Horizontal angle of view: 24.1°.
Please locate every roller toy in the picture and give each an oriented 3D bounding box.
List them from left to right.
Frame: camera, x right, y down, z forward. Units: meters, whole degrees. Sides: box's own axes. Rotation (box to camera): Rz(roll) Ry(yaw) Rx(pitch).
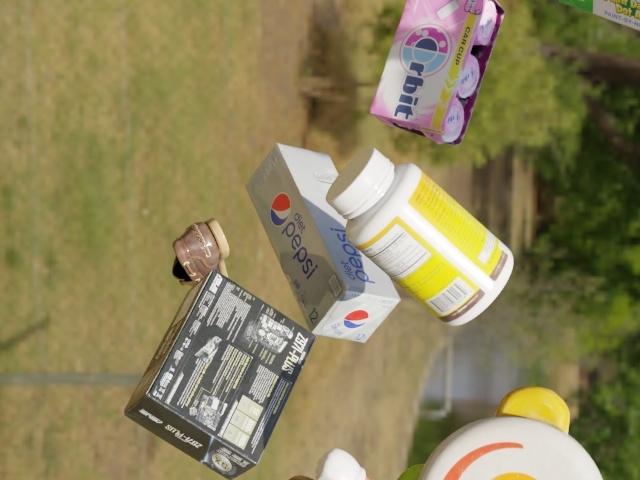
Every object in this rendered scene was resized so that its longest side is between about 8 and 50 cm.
[{"bbox_3d":[0.189,0.266,1.471,0.191,0.209,0.146,54,3,11],"label":"roller toy"}]

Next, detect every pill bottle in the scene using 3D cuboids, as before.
[{"bbox_3d":[0.111,-0.008,1.727,0.215,0.117,0.117,41,29,-14],"label":"pill bottle"}]

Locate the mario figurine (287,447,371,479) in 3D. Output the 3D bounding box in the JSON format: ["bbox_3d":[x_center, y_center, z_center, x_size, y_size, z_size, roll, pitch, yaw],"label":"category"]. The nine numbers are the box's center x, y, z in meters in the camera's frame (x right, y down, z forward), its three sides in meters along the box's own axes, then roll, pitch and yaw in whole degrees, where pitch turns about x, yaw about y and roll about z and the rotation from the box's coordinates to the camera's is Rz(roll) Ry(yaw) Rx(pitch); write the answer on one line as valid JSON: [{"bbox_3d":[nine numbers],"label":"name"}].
[{"bbox_3d":[0.033,0.393,1.898,0.198,0.170,0.320,-52,142,5],"label":"mario figurine"}]

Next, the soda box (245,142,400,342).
[{"bbox_3d":[0.000,0.000,2.024,0.091,0.098,0.286,-53,-137,30],"label":"soda box"}]

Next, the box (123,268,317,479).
[{"bbox_3d":[-0.110,0.149,1.673,0.077,0.147,0.180,-40,-159,54],"label":"box"}]

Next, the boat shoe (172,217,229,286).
[{"bbox_3d":[-0.165,0.027,1.989,0.073,0.073,0.207,58,-12,16],"label":"boat shoe"}]

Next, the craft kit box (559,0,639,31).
[{"bbox_3d":[0.462,-0.327,1.817,0.250,0.246,0.061,-34,131,-28],"label":"craft kit box"}]

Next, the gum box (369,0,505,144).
[{"bbox_3d":[0.143,-0.216,1.853,0.062,0.107,0.188,26,81,-60],"label":"gum box"}]
